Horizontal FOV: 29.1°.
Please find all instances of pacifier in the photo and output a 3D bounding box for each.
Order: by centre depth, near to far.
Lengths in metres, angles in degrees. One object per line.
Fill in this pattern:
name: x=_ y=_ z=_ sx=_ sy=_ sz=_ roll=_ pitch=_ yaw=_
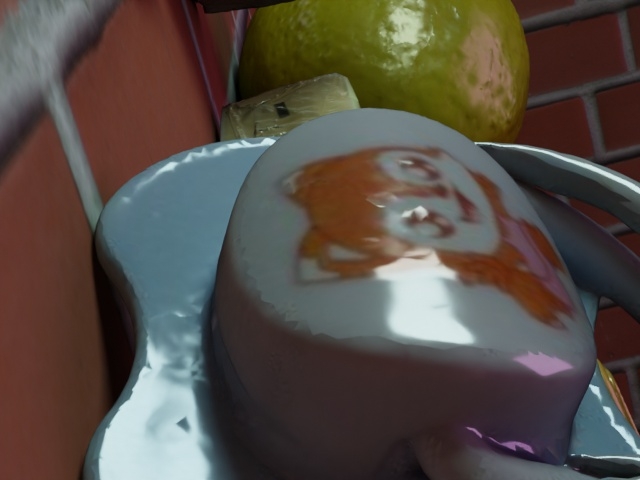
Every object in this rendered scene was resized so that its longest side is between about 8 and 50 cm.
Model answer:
pacifier: x=0.023 y=0.084 z=0.484 sx=0.299 sy=0.244 sz=0.233 roll=-99 pitch=-155 yaw=-52

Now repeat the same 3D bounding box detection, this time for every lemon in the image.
lemon: x=0.071 y=-0.172 z=1.370 sx=0.348 sy=0.348 sz=0.348 roll=-14 pitch=90 yaw=-88

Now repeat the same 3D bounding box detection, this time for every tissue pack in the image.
tissue pack: x=0.000 y=0.000 z=1.039 sx=0.159 sy=0.125 sz=0.234 roll=-100 pitch=175 yaw=-59

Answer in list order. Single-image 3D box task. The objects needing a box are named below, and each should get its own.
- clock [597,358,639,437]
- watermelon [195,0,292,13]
clock: x=0.229 y=0.198 z=1.021 sx=0.202 sy=0.096 sz=0.143 roll=65 pitch=9 yaw=3
watermelon: x=-0.027 y=-0.328 z=0.990 sx=0.292 sy=0.250 sz=0.283 roll=-105 pitch=175 yaw=-74
